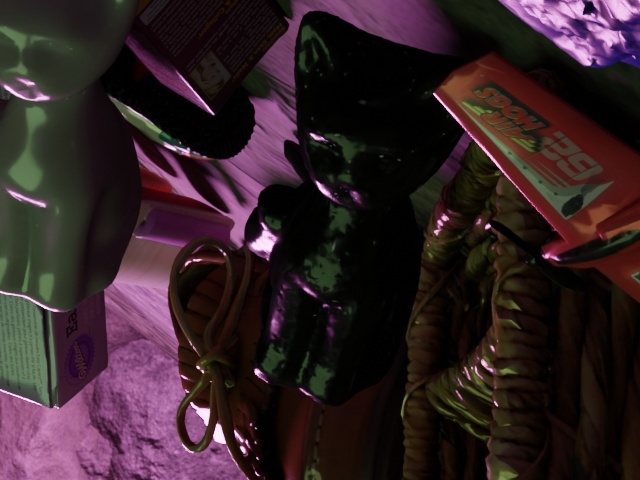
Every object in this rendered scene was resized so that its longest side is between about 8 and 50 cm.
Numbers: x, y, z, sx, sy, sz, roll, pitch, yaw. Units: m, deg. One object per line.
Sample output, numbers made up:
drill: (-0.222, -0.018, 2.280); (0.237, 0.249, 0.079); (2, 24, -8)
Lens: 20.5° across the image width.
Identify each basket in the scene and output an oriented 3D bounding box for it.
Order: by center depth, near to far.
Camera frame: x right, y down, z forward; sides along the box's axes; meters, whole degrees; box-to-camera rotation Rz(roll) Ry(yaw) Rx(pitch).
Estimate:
basket: (0.090, 0.105, 0.719); (0.223, 0.213, 0.299); (36, 170, 3)

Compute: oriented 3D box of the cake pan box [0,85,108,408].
cake pan box: (-0.252, -0.039, 1.111); (0.245, 0.070, 0.267); (15, 121, 28)

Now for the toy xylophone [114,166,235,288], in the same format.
toy xylophone: (-0.226, -0.058, 1.295); (0.322, 0.081, 0.236); (32, -169, 23)

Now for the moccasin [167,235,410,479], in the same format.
moccasin: (-0.030, 0.068, 1.055); (0.147, 0.139, 0.380); (10, -166, -13)

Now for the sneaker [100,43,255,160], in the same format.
sneaker: (-0.112, -0.096, 0.967); (0.161, 0.057, 0.075); (37, 165, -11)

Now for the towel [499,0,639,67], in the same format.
towel: (0.054, -0.110, 0.258); (0.227, 0.076, 0.308); (39, 170, -11)

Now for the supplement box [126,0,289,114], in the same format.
supplement box: (-0.059, -0.103, 0.760); (0.043, 0.055, 0.083); (32, 168, 38)

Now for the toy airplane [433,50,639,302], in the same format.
toy airplane: (0.108, -0.017, 0.519); (0.151, 0.028, 0.151); (21, 145, 15)

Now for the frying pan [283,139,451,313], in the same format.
frying pan: (0.112, 0.078, 0.989); (0.326, 0.053, 0.197); (56, -171, 23)

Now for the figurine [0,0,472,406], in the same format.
figurine: (-0.050, -0.040, 0.719); (0.215, 0.092, 0.209); (18, 149, 2)
